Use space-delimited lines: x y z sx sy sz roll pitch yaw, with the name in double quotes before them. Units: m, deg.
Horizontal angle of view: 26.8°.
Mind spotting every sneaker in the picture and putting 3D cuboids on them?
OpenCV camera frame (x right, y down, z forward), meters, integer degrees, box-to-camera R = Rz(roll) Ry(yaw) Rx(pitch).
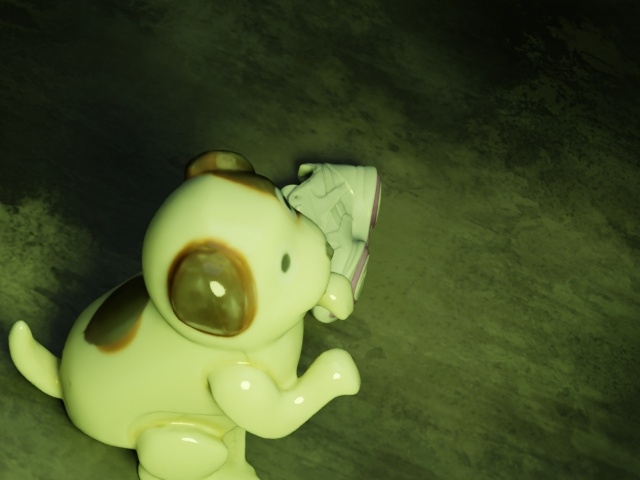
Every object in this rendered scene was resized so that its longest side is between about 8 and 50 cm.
"sneaker" 0.000 0.000 1.951 0.152 0.114 0.305 12 43 0

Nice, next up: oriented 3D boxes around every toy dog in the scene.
"toy dog" -0.136 0.080 1.582 0.395 0.408 0.284 24 45 -9
